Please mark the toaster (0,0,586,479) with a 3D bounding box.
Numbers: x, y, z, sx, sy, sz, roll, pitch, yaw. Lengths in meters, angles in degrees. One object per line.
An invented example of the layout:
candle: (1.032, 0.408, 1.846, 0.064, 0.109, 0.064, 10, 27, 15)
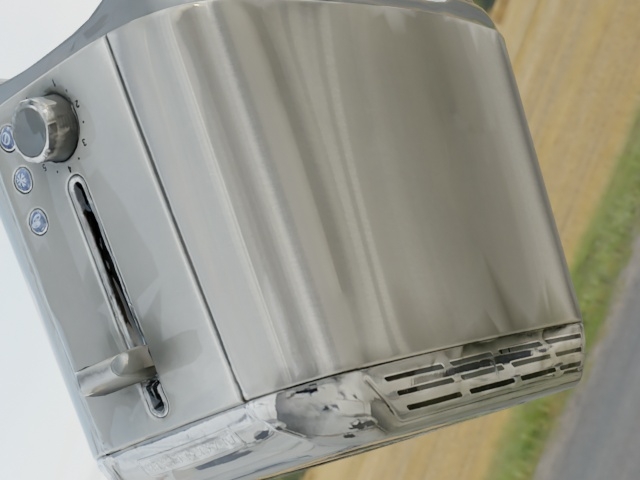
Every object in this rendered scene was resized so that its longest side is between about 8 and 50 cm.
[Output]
toaster: (0.000, 0.000, 0.457, 0.129, 0.146, 0.227, -24, -12, 37)
